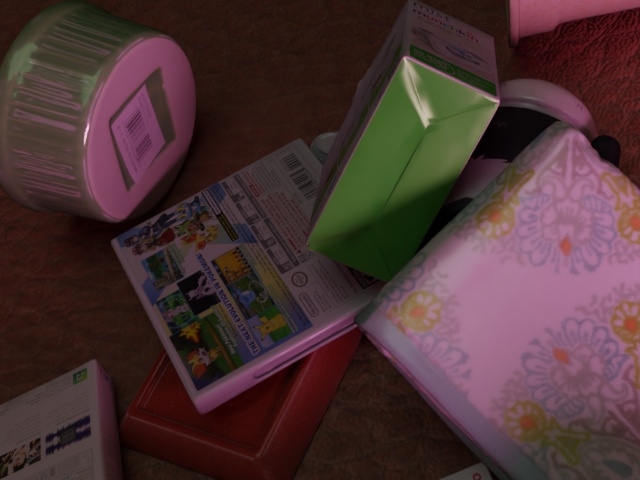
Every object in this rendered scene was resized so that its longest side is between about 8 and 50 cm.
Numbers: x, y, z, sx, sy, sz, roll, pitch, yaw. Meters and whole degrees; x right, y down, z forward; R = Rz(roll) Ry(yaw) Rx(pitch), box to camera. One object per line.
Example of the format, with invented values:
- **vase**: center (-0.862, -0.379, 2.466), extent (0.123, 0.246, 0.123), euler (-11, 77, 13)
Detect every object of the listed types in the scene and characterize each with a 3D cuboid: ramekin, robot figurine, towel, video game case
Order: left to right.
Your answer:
- **ramekin**: center (-0.301, -0.169, 1.690), extent (0.148, 0.303, 0.303), euler (17, 64, 23)
- **video game case**: center (-0.084, 0.033, 1.560), extent (0.300, 0.036, 0.329), euler (-29, 46, -7)
- **robot figurine**: center (0.233, -0.060, 1.460), extent (0.209, 0.174, 0.278), euler (18, 62, 5)
- **towel**: center (0.272, 0.108, 1.283), extent (0.320, 0.090, 0.374), euler (-43, 79, -6)

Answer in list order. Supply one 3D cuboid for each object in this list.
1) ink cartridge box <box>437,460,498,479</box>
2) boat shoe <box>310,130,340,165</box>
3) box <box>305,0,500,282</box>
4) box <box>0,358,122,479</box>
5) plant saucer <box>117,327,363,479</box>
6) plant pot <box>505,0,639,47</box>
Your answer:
- **ink cartridge box**: center (0.133, 0.316, 1.296), extent (0.150, 0.063, 0.109), euler (-25, 50, 6)
- **boat shoe**: center (0.062, -0.123, 1.645), extent (0.184, 0.063, 0.066), euler (19, 65, 32)
- **box**: center (0.094, -0.123, 1.452), extent (0.126, 0.262, 0.231), euler (24, 26, -6)
- **box**: center (-0.350, 0.313, 1.472), extent (0.232, 0.058, 0.322), euler (-26, 38, 7)
- **plant saucer**: center (-0.107, 0.165, 1.521), extent (0.259, 0.048, 0.258), euler (12, 62, 31)
- **plant pot**: center (0.391, -0.430, 1.591), extent (0.305, 0.334, 0.334), euler (-3, 54, 8)
